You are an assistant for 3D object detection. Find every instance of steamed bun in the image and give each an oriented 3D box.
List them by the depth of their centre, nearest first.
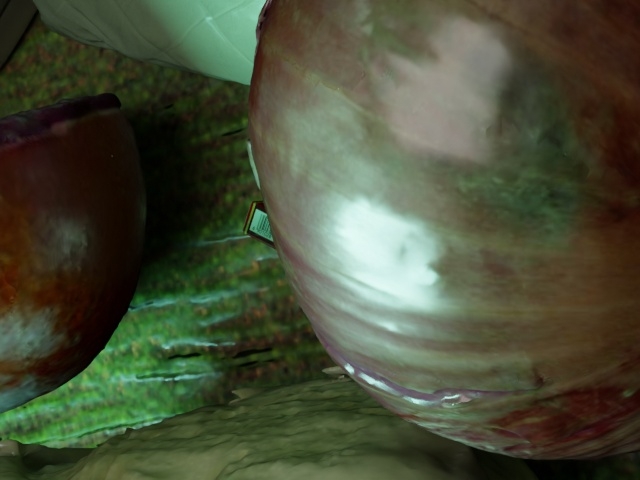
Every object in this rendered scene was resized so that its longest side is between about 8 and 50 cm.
[{"bbox_3d":[-0.041,0.207,0.905,0.372,0.325,0.230,-9,96,17],"label":"steamed bun"}]

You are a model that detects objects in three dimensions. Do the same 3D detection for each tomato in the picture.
[{"bbox_3d":[-0.260,0.036,1.048,0.335,0.289,0.176,-15,94,34],"label":"tomato"}]

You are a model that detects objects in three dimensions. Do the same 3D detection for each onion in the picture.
[{"bbox_3d":[0.121,-0.072,0.772,0.353,0.353,0.354,3,95,32],"label":"onion"}]

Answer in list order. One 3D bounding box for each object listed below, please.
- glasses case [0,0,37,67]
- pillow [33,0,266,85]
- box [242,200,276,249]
[{"bbox_3d":[-0.205,-0.275,1.105,0.144,0.076,0.336,46,115,21],"label":"glasses case"},{"bbox_3d":[-0.072,-0.212,0.970,0.274,0.076,0.281,16,135,26],"label":"pillow"},{"bbox_3d":[0.000,0.000,1.012,0.082,0.051,0.023,26,108,28],"label":"box"}]
